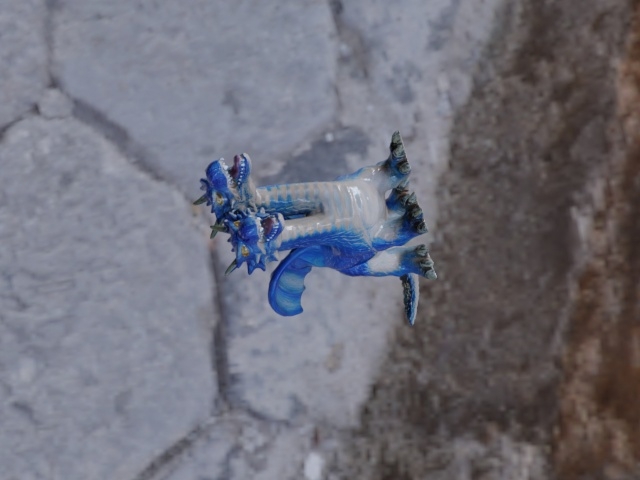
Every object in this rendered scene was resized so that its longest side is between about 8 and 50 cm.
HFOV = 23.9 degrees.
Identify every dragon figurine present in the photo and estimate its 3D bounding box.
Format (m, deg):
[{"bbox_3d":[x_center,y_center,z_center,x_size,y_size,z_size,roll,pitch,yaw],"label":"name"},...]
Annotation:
[{"bbox_3d":[0.000,0.000,1.049,0.289,0.144,0.085,69,7,-73],"label":"dragon figurine"}]
